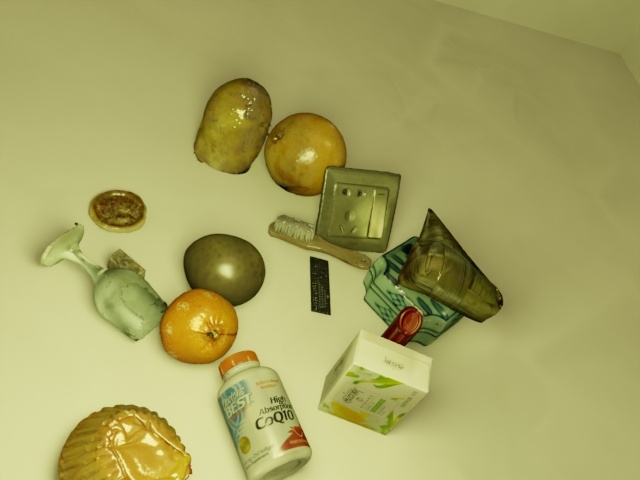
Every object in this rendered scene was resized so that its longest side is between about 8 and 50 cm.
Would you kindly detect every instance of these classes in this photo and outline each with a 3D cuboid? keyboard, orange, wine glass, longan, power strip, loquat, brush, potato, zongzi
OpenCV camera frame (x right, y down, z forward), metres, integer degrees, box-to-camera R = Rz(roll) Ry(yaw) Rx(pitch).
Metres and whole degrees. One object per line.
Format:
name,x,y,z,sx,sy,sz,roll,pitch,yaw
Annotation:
keyboard,-0.002,0.129,2.051,0.063,0.010,0.198,13,47,-18
orange,-0.289,0.211,1.712,0.193,0.193,0.161,-18,29,-36
wine glass,-0.522,0.103,1.733,0.321,0.143,0.143,37,46,6
longan,-0.251,0.078,1.848,0.220,0.196,0.197,22,45,-14
power strip,0.106,-0.096,2.177,0.251,0.257,0.092,6,12,-16
loquat,-0.045,-0.270,2.203,0.263,0.263,0.263,14,47,-15
brush,0.000,0.000,2.074,0.327,0.065,0.070,23,39,13
potato,-0.256,-0.374,2.192,0.229,0.266,0.229,14,43,-14
zongzi,0.383,0.059,1.996,0.286,0.138,0.300,27,46,-9

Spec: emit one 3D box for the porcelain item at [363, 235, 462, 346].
porcelain item,0.294,0.142,2.084,0.285,0.157,0.281,-26,65,-40

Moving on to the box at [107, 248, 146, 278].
box,-0.497,0.074,1.820,0.098,0.062,0.045,40,49,8

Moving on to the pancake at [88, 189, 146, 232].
pancake,-0.555,-0.083,1.953,0.158,0.028,0.158,12,50,-15

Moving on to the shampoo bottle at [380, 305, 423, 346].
shampoo bottle,0.174,0.275,1.833,0.064,0.260,0.102,34,46,4

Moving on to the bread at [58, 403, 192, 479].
bread,-0.400,0.457,1.477,0.274,0.149,0.274,19,44,-19

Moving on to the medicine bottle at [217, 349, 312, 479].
medicine bottle,-0.143,0.400,1.642,0.157,0.157,0.289,-9,56,-32

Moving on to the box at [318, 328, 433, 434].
box,0.130,0.354,1.745,0.194,0.260,0.111,22,49,-5
